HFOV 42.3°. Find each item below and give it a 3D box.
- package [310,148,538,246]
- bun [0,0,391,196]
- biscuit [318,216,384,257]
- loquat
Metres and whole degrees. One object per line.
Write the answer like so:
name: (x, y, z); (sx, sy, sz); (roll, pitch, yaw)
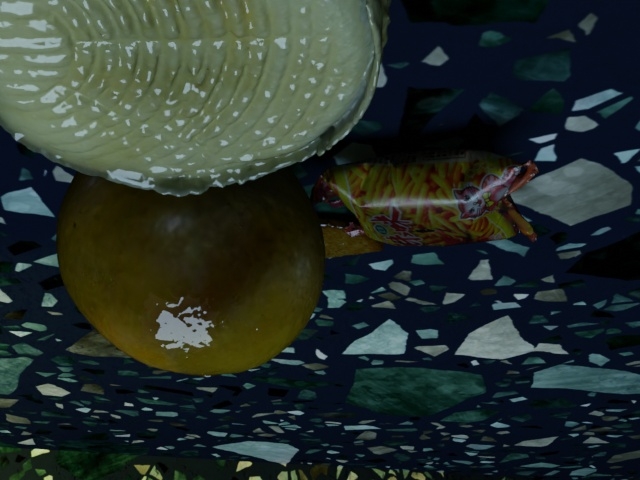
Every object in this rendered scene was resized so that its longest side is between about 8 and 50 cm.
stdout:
package: (0.146, -0.055, 1.108); (0.288, 0.108, 0.223); (1, 159, 17)
bun: (-0.125, -0.210, 0.703); (0.364, 0.202, 0.364); (-3, 149, -2)
biscuit: (-0.010, -0.004, 1.295); (0.206, 0.025, 0.126); (-7, 152, 14)
loquat: (-0.146, -0.014, 1.006); (0.328, 0.359, 0.328); (21, -168, -5)
